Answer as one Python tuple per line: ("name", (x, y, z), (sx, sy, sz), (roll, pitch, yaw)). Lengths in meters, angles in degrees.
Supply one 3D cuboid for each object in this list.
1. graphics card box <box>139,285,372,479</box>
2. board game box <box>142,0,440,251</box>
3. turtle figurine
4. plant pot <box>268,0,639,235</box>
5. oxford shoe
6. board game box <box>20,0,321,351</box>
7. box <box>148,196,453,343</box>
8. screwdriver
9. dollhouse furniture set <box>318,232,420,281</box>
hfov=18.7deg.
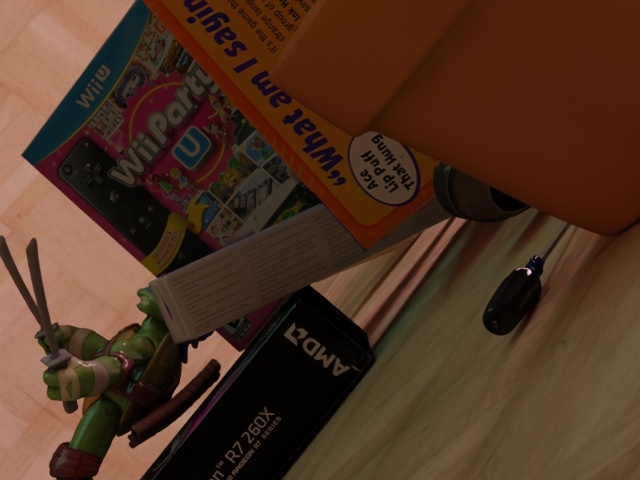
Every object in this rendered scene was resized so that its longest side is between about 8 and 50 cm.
("graphics card box", (-0.099, 0.211, 1.806), (0.371, 0.094, 0.233), (-50, 1, 3))
("board game box", (0.076, -0.279, 1.658), (0.356, 0.356, 0.356), (-38, 10, 19))
("turtle figurine", (-0.253, 0.141, 1.863), (0.198, 0.275, 0.266), (14, 83, 50))
("plant pot", (0.138, -0.139, 1.050), (0.291, 0.203, 0.291), (-51, 1, 1))
("oxford shoe", (0.184, -0.098, 1.377), (0.227, 0.083, 0.096), (-52, 21, -7))
("board game box", (-0.115, -0.072, 1.954), (0.224, 0.303, 0.097), (-51, -10, 17))
("box", (0.000, 0.000, 1.800), (0.324, 0.067, 0.063), (-26, 3, -21))
("screwdriver", (0.133, 0.005, 1.166), (0.024, 0.025, 0.170), (-50, 3, 40))
("dollhouse furniture set", (0.020, -0.143, 2.174), (0.256, 0.362, 0.394), (-22, 22, 19))
